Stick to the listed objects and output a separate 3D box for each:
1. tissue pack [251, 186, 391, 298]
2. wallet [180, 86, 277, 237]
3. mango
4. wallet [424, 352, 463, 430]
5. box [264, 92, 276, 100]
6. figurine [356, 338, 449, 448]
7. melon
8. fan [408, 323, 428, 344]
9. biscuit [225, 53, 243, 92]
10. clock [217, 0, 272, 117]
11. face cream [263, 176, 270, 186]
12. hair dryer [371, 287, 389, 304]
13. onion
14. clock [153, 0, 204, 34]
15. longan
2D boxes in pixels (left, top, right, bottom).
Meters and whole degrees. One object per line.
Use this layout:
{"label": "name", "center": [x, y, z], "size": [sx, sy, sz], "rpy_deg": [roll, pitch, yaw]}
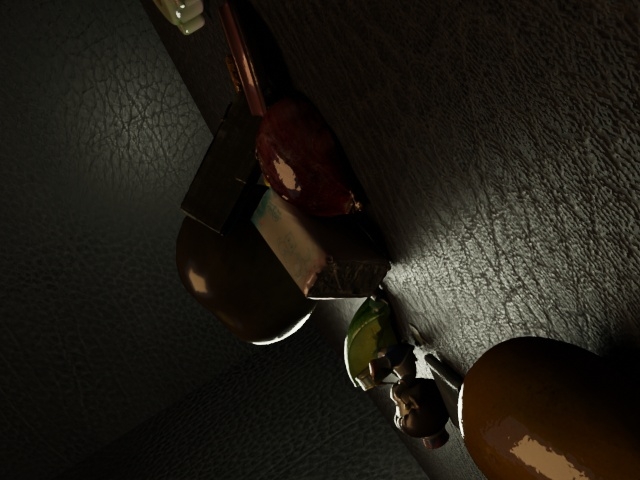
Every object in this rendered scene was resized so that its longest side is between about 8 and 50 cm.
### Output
{"label": "tissue pack", "center": [-0.002, 0.000, 1.394], "size": [0.271, 0.201, 0.124], "rpy_deg": [52, 126, 38]}
{"label": "wallet", "center": [-0.193, -0.177, 1.455], "size": [0.169, 0.317, 0.044], "rpy_deg": [28, -177, 35]}
{"label": "mango", "center": [0.269, 0.214, 0.661], "size": [0.317, 0.173, 0.211], "rpy_deg": [32, 153, 58]}
{"label": "wallet", "center": [0.309, 0.364, 1.430], "size": [0.222, 0.036, 0.167], "rpy_deg": [63, 172, -20]}
{"label": "box", "center": [-0.057, -0.172, 1.598], "size": [0.204, 0.051, 0.365], "rpy_deg": [54, 171, 29]}
{"label": "figurine", "center": [0.218, 0.382, 1.580], "size": [0.275, 0.158, 0.161], "rpy_deg": [53, -161, 7]}
{"label": "melon", "center": [0.136, 0.242, 1.738], "size": [0.124, 0.196, 0.323], "rpy_deg": [16, 143, 22]}
{"label": "fan", "center": [0.228, 0.221, 1.492], "size": [0.056, 0.004, 0.083], "rpy_deg": [62, 171, -23]}
{"label": "biscuit", "center": [-0.185, -0.348, 1.646], "size": [0.254, 0.035, 0.253], "rpy_deg": [160, 90, -87]}
{"label": "clock", "center": [-0.148, -0.367, 1.323], "size": [0.244, 0.056, 0.244], "rpy_deg": [161, 90, -88]}
{"label": "face cream", "center": [-0.095, -0.108, 1.963], "size": [0.078, 0.078, 0.273], "rpy_deg": [52, 169, 39]}
{"label": "hair dryer", "center": [0.098, 0.092, 1.637], "size": [0.219, 0.071, 0.124], "rpy_deg": [43, 166, 32]}
{"label": "onion", "center": [-0.033, -0.138, 1.276], "size": [0.283, 0.120, 0.227], "rpy_deg": [47, 155, 23]}
{"label": "clock", "center": [-0.387, -0.671, 1.571], "size": [0.309, 0.114, 0.284], "rpy_deg": [57, 170, -2]}
{"label": "longan", "center": [-0.171, 0.052, 1.628], "size": [0.336, 0.404, 0.404], "rpy_deg": [-16, 110, 40]}
